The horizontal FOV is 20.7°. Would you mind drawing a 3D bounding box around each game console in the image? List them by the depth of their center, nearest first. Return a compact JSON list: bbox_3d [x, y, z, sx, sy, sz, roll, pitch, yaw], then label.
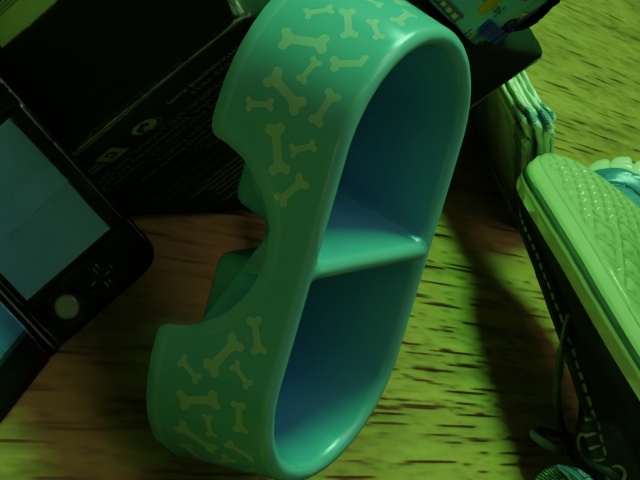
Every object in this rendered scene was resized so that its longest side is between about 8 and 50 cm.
[{"bbox_3d":[-0.174,0.001,0.913,0.144,0.124,0.085,49,1,-12],"label":"game console"}]

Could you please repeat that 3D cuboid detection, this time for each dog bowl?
[{"bbox_3d":[0.000,0.000,0.973,0.074,0.297,0.166,24,17,27],"label":"dog bowl"}]

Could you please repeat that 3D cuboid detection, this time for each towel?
[{"bbox_3d":[0.136,-0.165,1.539,0.209,0.034,0.285,78,-10,-66],"label":"towel"}]

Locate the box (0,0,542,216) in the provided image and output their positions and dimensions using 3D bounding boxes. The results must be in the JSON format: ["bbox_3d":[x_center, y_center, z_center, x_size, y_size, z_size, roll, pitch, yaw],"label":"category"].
[{"bbox_3d":[-0.080,-0.193,1.139,0.395,0.212,0.294,-4,63,-58],"label":"box"}]

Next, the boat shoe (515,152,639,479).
[{"bbox_3d":[0.253,0.155,1.336,0.186,0.156,0.500,8,52,-52],"label":"boat shoe"}]

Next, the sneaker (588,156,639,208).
[{"bbox_3d":[0.323,0.088,1.593,0.330,0.130,0.147,48,42,-7],"label":"sneaker"}]

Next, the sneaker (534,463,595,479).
[{"bbox_3d":[0.151,0.215,1.192,0.087,0.083,0.221,40,26,-9],"label":"sneaker"}]

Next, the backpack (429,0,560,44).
[{"bbox_3d":[0.129,-0.228,1.091,0.158,0.173,0.117,50,28,-11],"label":"backpack"}]
